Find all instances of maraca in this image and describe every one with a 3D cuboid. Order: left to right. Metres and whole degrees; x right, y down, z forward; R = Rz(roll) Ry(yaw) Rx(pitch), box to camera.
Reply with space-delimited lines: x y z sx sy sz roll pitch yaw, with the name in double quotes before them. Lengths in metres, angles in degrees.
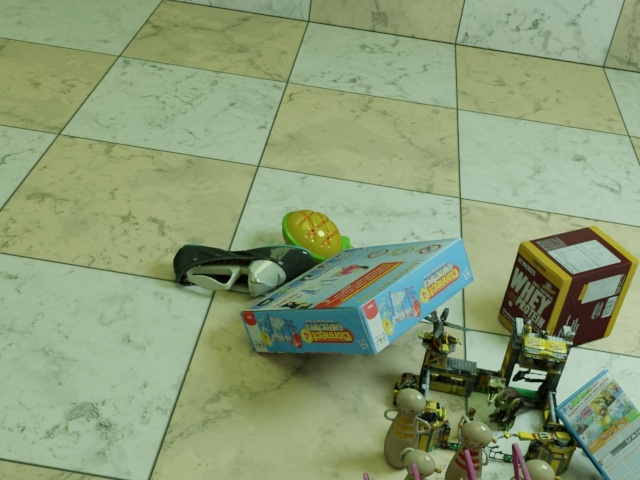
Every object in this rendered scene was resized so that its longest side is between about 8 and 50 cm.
"maraca" 0.000 0.000 1.880 0.185 0.099 0.127 27 39 -18

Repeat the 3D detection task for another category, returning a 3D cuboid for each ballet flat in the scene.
"ballet flat" -0.155 0.065 1.765 0.280 0.095 0.096 0 44 6

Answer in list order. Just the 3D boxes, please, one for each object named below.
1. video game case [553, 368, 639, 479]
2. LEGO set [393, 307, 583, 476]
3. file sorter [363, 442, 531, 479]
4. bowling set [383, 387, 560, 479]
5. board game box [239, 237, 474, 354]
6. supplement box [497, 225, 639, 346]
"video game case" 0.469 0.308 1.438 0.119 0.015 0.166 -32 79 -19
"LEGO set" 0.296 0.236 1.508 0.331 0.192 0.255 14 35 9
"file sorter" 0.147 0.404 1.166 0.290 0.202 0.182 -12 33 2
"bowling set" 0.198 0.368 1.331 0.286 0.154 0.200 19 36 17
"board game box" 0.067 0.100 1.622 0.301 0.086 0.308 -6 18 46
"supplement box" 0.479 0.098 1.746 0.194 0.191 0.129 -11 39 -26
